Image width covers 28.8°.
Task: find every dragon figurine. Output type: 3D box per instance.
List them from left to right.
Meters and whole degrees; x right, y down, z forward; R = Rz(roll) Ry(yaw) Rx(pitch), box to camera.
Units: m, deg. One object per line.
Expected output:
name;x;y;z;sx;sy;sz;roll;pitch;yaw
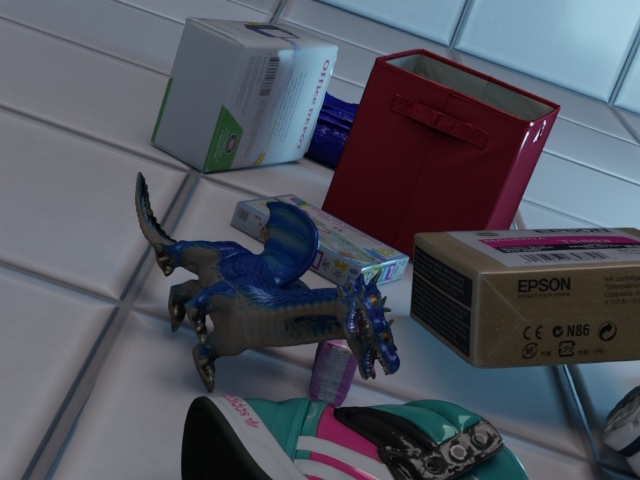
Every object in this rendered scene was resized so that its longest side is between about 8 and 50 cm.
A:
dragon figurine;-0.045;0.027;0.947;0.144;0.085;0.289;-18;32;-16

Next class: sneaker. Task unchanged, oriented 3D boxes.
sneaker;0.049;0.175;0.671;0.178;0.124;0.295;0;24;-24
sneaker;0.304;0.159;1.061;0.095;0.090;0.235;43;23;10

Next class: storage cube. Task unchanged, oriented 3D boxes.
storage cube;0.137;-0.088;1.393;0.183;0.193;0.215;25;18;14

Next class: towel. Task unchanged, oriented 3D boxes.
towel;0.020;-0.162;1.670;0.308;0.076;0.227;24;19;11

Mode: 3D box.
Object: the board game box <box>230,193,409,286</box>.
board game box;0.000;0.000;1.259;0.154;0.026;0.103;29;20;25

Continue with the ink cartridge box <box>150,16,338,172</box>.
ink cartridge box;-0.084;-0.172;1.459;0.093;0.154;0.212;28;20;26

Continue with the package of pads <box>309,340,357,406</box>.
package of pads;0.013;0.089;0.976;0.032;0.050;0.083;20;19;-2

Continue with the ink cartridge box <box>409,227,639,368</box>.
ink cartridge box;0.216;0.045;1.112;0.234;0.088;0.193;-2;11;-13
